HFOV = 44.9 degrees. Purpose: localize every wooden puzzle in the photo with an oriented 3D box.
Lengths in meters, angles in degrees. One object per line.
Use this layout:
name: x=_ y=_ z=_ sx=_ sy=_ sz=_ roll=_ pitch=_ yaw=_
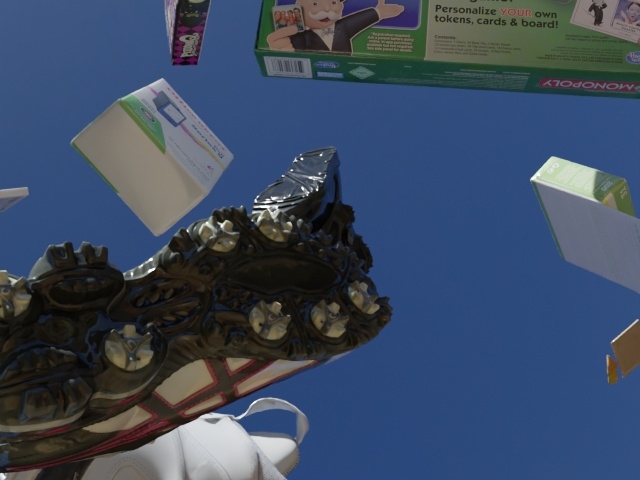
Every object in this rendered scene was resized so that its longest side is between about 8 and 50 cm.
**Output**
wooden puzzle: x=0.482 y=0.169 z=1.212 sx=0.116 sy=0.014 sz=0.079 roll=-25 pitch=-71 yaw=-25

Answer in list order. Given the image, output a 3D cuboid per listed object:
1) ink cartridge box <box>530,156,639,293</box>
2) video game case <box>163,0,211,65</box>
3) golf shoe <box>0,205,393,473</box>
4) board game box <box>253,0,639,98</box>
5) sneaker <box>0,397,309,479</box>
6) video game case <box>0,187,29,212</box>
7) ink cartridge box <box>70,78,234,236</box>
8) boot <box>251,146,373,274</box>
ink cartridge box: x=0.397 y=-0.004 z=1.010 sx=0.056 sy=0.235 sz=0.171 roll=-43 pitch=-52 yaw=-13
video game case: x=-0.167 y=-0.367 z=0.940 sx=0.041 sy=0.210 sz=0.232 roll=-4 pitch=-109 yaw=-17
golf shoe: x=-0.080 y=0.056 z=0.443 sx=0.272 sy=0.105 sz=0.120 roll=-8 pitch=-35 yaw=-40
board game box: x=0.118 y=-0.227 z=0.623 sx=0.317 sy=0.046 sz=0.214 roll=5 pitch=-106 yaw=4
sneaker: x=-0.096 y=0.270 z=0.487 sx=0.210 sy=0.137 sz=0.366 roll=1 pitch=-108 yaw=-11
video game case: x=-0.424 y=-0.041 z=0.924 sx=0.122 sy=0.087 sz=0.011 roll=-13 pitch=-94 yaw=-45
ink cartridge box: x=-0.209 y=-0.116 z=1.015 sx=0.093 sy=0.212 sz=0.154 roll=-39 pitch=-78 yaw=12
boot: x=0.000 y=0.000 z=1.100 sx=0.094 sy=0.246 sz=0.207 roll=-10 pitch=-68 yaw=20
